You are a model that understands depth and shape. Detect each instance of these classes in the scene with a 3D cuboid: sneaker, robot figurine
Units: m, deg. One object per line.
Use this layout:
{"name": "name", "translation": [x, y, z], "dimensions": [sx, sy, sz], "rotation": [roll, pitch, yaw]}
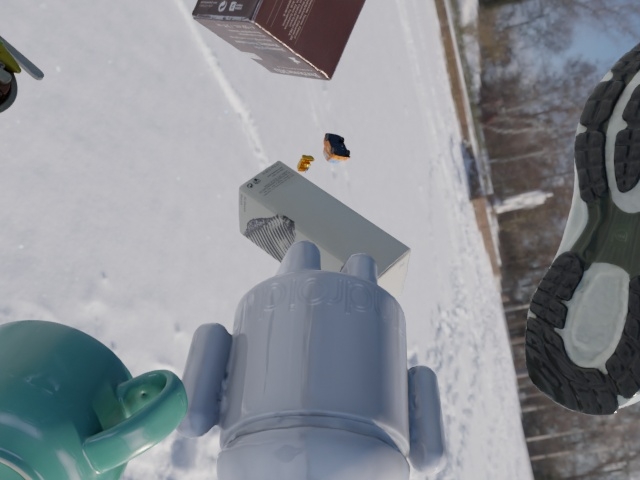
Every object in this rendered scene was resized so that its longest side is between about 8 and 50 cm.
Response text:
{"name": "sneaker", "translation": [0.336, -0.026, 0.809], "dimensions": [0.182, 0.158, 0.410], "rotation": [15, 98, -54]}
{"name": "robot figurine", "translation": [-0.006, 0.174, 0.868], "dimensions": [0.200, 0.300, 0.353], "rotation": [114, -18, -52]}

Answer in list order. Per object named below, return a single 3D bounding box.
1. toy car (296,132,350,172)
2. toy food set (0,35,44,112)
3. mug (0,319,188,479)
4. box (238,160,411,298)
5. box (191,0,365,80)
{"name": "toy car", "translation": [-0.005, -0.142, 1.312], "dimensions": [0.122, 0.040, 0.060], "rotation": [-13, 57, -42]}
{"name": "toy food set", "translation": [-0.376, -0.183, 0.828], "dimensions": [0.132, 0.038, 0.192], "rotation": [39, 38, -9]}
{"name": "mug", "translation": [-0.176, 0.118, 0.484], "dimensions": [0.129, 0.158, 0.097], "rotation": [39, 21, -12]}
{"name": "box", "translation": [0.000, 0.000, 1.232], "dimensions": [0.275, 0.094, 0.113], "rotation": [35, -36, 27]}
{"name": "box", "translation": [-0.067, -0.393, 1.342], "dimensions": [0.203, 0.168, 0.167], "rotation": [27, 84, -45]}
